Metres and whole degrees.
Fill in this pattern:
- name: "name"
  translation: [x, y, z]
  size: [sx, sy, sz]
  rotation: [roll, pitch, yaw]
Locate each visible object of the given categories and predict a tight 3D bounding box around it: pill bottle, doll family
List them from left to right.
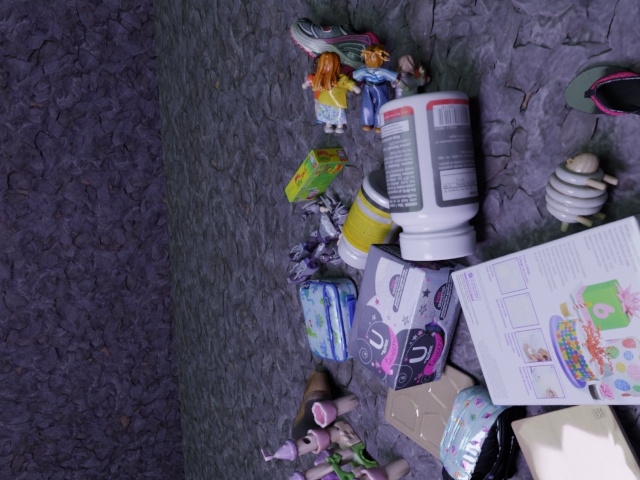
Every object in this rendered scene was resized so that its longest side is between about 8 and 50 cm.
- name: "doll family"
  translation: [0.077, -0.296, 0.982]
  size: [0.263, 0.118, 0.163]
  rotation: [5, 124, 15]
- name: "pill bottle"
  translation: [0.117, -0.041, 1.103]
  size: [0.119, 0.119, 0.208]
  rotation: [56, 140, 33]
- name: "pill bottle"
  translation: [0.200, -0.113, 0.916]
  size: [0.161, 0.161, 0.283]
  rotation: [1, 99, 57]

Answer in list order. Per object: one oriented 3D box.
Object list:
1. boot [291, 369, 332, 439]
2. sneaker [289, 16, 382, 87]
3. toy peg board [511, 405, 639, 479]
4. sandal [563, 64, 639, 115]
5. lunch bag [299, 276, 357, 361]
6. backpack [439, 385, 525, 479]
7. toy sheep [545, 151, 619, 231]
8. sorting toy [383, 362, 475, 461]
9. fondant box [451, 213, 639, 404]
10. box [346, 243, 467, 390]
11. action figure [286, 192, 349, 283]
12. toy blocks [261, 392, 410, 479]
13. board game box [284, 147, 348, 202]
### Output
- name: "boot"
  translation: [-0.019, 0.508, 1.516]
  size: [0.115, 0.112, 0.305]
  rotation: [-90, 11, -48]
- name: "sneaker"
  translation: [0.035, -0.446, 1.148]
  size: [0.112, 0.121, 0.299]
  rotation: [-52, 49, 13]
- name: "toy peg board"
  translation: [0.419, 0.341, 0.791]
  size: [0.161, 0.079, 0.161]
  rotation: [-35, 64, 38]
- name: "sandal"
  translation: [0.411, -0.197, 0.676]
  size: [0.179, 0.040, 0.067]
  rotation: [33, 125, 49]
- name: "lunch bag"
  translation: [0.031, 0.206, 1.337]
  size: [0.176, 0.090, 0.218]
  rotation: [0, 100, 55]
- name: "backpack"
  translation: [0.294, 0.363, 0.920]
  size: [0.115, 0.152, 0.181]
  rotation: [23, 106, 43]
- name: "toy sheep"
  translation: [0.373, -0.067, 0.732]
  size: [0.091, 0.091, 0.132]
  rotation: [41, 137, 45]
- name: "sorting toy"
  translation: [0.240, 0.302, 1.087]
  size: [0.229, 0.041, 0.307]
  rotation: [25, 113, 51]
- name: "fondant box"
  translation: [0.378, 0.118, 0.764]
  size: [0.330, 0.096, 0.238]
  rotation: [-30, 73, 57]
- name: "box"
  translation: [0.172, 0.147, 1.013]
  size: [0.163, 0.142, 0.247]
  rotation: [30, 115, 50]
- name: "action figure"
  translation: [0.000, 0.000, 1.321]
  size: [0.285, 0.099, 0.185]
  rotation: [-53, 45, 44]
- name: "toy blocks"
  translation: [0.022, 0.619, 1.298]
  size: [0.288, 0.260, 0.308]
  rotation: [44, 133, 42]
- name: "board game box"
  translation: [-0.013, -0.166, 1.296]
  size: [0.181, 0.092, 0.043]
  rotation: [-47, 60, 51]
